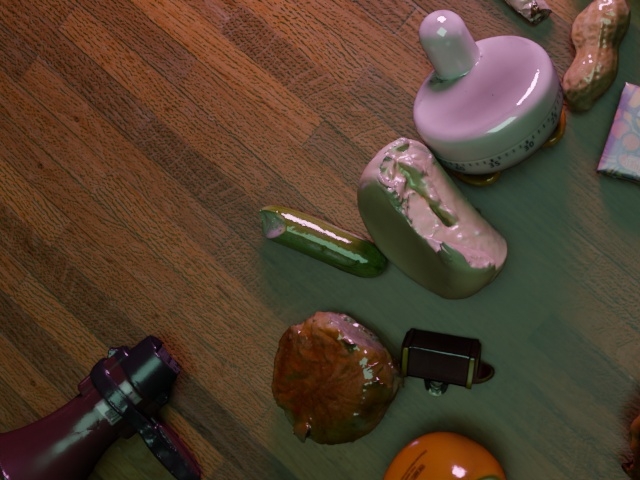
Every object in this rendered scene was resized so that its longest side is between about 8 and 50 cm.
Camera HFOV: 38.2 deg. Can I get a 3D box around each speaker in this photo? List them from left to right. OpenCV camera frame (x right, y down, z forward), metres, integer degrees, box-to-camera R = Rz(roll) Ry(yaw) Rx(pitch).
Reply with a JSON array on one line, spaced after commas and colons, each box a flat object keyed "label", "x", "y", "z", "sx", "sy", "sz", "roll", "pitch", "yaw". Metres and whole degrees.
[{"label": "speaker", "x": -0.363, "y": 0.344, "z": 1.578, "sx": 0.329, "sy": 0.198, "sz": 0.259, "roll": -35, "pitch": 69, "yaw": 1}]

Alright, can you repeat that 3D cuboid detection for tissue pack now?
[{"label": "tissue pack", "x": 0.509, "y": -0.163, "z": 1.455, "sx": 0.108, "sy": 0.060, "sz": 0.148, "roll": 19, "pitch": 92, "yaw": 13}]

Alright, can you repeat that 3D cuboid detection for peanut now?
[{"label": "peanut", "x": 0.433, "y": -0.300, "z": 1.464, "sx": 0.089, "sy": 0.089, "sz": 0.193, "roll": 14, "pitch": 92, "yaw": 12}]

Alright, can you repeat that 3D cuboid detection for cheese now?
[{"label": "cheese", "x": 0.170, "y": -0.028, "z": 1.440, "sx": 0.127, "sy": 0.233, "sz": 0.266, "roll": -41, "pitch": 81, "yaw": -14}]

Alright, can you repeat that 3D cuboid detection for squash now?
[{"label": "squash", "x": 0.000, "y": 0.000, "z": 1.556, "sx": 0.238, "sy": 0.069, "sz": 0.069, "roll": 23, "pitch": 94, "yaw": 11}]

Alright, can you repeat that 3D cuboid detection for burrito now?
[{"label": "burrito", "x": 0.301, "y": -0.428, "z": 1.516, "sx": 0.185, "sy": 0.041, "sz": 0.045, "roll": 48, "pitch": 140, "yaw": 8}]

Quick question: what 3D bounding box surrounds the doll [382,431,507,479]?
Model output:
[{"label": "doll", "x": 0.209, "y": 0.421, "z": 1.463, "sx": 0.213, "sy": 0.236, "sz": 0.213, "roll": -25, "pitch": 43, "yaw": 27}]

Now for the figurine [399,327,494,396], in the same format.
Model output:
[{"label": "figurine", "x": 0.206, "y": 0.210, "z": 1.511, "sx": 0.154, "sy": 0.082, "sz": 0.098, "roll": 11, "pitch": 106, "yaw": 11}]

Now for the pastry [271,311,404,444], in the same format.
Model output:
[{"label": "pastry", "x": 0.027, "y": 0.225, "z": 1.516, "sx": 0.229, "sy": 0.100, "sz": 0.219, "roll": -6, "pitch": 85, "yaw": 34}]

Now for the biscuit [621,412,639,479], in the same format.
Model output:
[{"label": "biscuit", "x": 0.620, "y": 0.316, "z": 1.391, "sx": 0.289, "sy": 0.081, "sz": 0.334, "roll": 29, "pitch": 113, "yaw": 10}]

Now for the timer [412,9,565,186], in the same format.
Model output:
[{"label": "timer", "x": 0.248, "y": -0.225, "z": 1.422, "sx": 0.233, "sy": 0.240, "sz": 0.233, "roll": -21, "pitch": 44, "yaw": 22}]
